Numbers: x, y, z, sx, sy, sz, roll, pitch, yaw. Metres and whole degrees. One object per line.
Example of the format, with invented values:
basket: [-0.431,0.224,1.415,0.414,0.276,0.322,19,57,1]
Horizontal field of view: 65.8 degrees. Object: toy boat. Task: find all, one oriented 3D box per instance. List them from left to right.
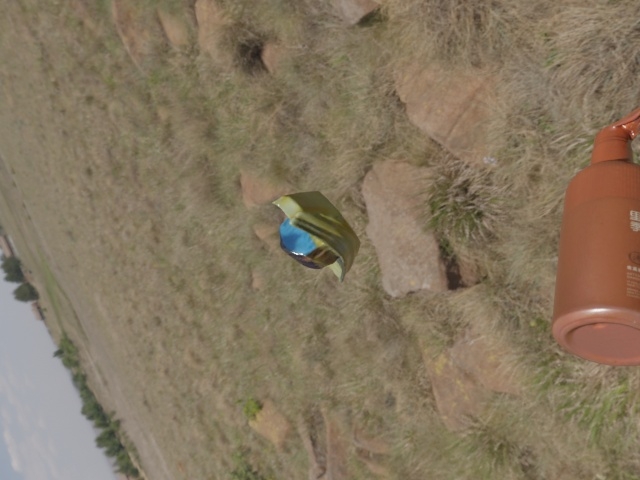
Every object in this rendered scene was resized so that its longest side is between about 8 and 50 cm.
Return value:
toy boat: [0.000,0.000,0.502,0.065,0.066,0.172,49,-179,27]

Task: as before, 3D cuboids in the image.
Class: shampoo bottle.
shampoo bottle: [0.256,-0.015,0.434,0.085,0.244,0.085,17,148,11]
